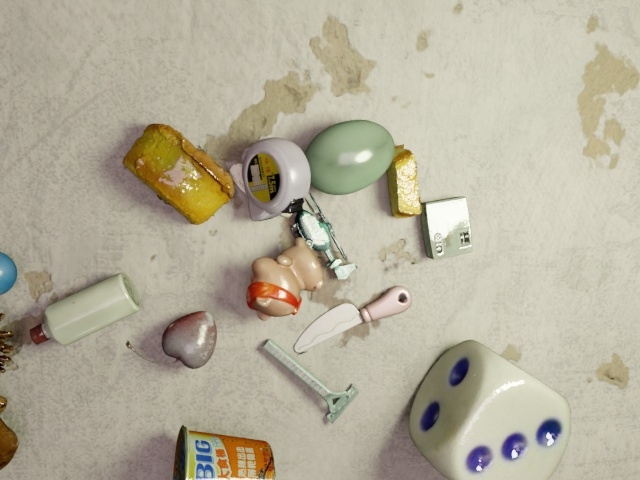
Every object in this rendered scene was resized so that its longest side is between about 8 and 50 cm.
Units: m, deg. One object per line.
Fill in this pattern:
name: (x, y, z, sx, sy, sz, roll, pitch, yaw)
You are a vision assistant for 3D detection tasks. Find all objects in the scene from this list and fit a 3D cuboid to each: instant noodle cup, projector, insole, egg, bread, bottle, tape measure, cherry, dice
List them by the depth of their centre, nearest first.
bread: (-0.327, -0.159, 1.255, 0.260, 0.147, 0.160, 45, 85, -11)
bottle: (-0.553, 0.171, 1.269, 0.245, 0.104, 0.104, -25, 99, -6)
tape measure: (-0.098, -0.145, 1.277, 0.105, 0.178, 0.196, -13, 99, -47)
instant noodle cup: (-0.233, 0.589, 1.286, 0.213, 0.296, 0.297, 6, 94, -18)
egg: (0.069, -0.200, 1.303, 0.230, 0.168, 0.168, -23, 99, -7)
cherry: (-0.337, 0.223, 1.308, 0.188, 0.115, 0.148, 33, 109, -6)
dice: (0.412, 0.443, 1.353, 0.276, 0.304, 0.304, 32, 90, -11)
insole: (-0.146, -0.124, 1.355, 0.192, 0.010, 0.063, 35, 89, -10)
bread: (0.205, -0.146, 1.366, 0.065, 0.103, 0.188, -6, 101, -7)
projector: (0.326, -0.034, 1.416, 0.115, 0.061, 0.147, -10, 97, -7)

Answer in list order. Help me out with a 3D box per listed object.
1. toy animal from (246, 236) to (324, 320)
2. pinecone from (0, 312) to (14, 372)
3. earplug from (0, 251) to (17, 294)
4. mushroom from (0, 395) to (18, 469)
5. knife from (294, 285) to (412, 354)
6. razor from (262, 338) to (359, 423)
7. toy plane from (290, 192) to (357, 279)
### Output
toy animal: (-0.091, 0.103, 1.311, 0.197, 0.171, 0.171, -36, 100, -22)
pinecone: (-0.775, 0.244, 1.204, 0.179, 0.150, 0.195, -12, 57, 1)
earplug: (-0.825, 0.086, 1.209, 0.272, 0.132, 0.133, -7, 97, -12)
mushroom: (-0.810, 0.444, 1.235, 0.194, 0.138, 0.231, -37, 100, -4)
knife: (0.079, 0.199, 1.411, 0.335, 0.043, 0.081, -22, 93, -5)
razor: (-0.036, 0.350, 1.396, 0.277, 0.056, 0.111, 40, 90, -11)
toy plane: (0.000, 0.000, 1.372, 0.096, 0.060, 0.235, -32, 96, -19)
